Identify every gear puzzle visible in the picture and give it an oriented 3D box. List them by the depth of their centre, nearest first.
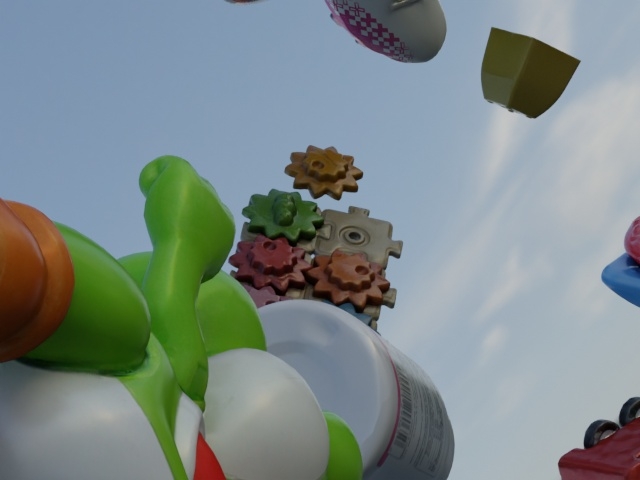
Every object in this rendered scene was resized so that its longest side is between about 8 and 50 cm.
[{"bbox_3d":[0.000,0.000,1.706,0.339,0.175,0.044,-78,0,-50],"label":"gear puzzle"}]

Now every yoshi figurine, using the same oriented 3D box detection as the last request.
[{"bbox_3d":[-0.112,0.059,0.728,0.203,0.203,0.362,-10,-20,24],"label":"yoshi figurine"}]

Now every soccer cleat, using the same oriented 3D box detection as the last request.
[{"bbox_3d":[0.048,-0.319,1.814,0.143,0.331,0.116,-8,46,52],"label":"soccer cleat"}]

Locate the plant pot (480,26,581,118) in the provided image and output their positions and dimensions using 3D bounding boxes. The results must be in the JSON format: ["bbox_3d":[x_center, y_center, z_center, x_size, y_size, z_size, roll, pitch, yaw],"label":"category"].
[{"bbox_3d":[0.232,-0.187,1.887,0.081,0.081,0.083,19,-86,-35],"label":"plant pot"}]

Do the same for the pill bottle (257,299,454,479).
[{"bbox_3d":[0.017,0.154,1.366,0.160,0.160,0.283,-48,-23,0],"label":"pill bottle"}]

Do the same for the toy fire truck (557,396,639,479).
[{"bbox_3d":[0.164,0.135,0.725,0.192,0.135,0.047,-26,17,-32],"label":"toy fire truck"}]

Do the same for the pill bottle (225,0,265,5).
[{"bbox_3d":[-0.015,-0.277,1.468,0.193,0.108,0.108,-5,17,43],"label":"pill bottle"}]

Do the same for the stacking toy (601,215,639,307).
[{"bbox_3d":[0.369,-0.087,1.499,0.165,0.175,0.302,-25,-57,-55],"label":"stacking toy"}]
